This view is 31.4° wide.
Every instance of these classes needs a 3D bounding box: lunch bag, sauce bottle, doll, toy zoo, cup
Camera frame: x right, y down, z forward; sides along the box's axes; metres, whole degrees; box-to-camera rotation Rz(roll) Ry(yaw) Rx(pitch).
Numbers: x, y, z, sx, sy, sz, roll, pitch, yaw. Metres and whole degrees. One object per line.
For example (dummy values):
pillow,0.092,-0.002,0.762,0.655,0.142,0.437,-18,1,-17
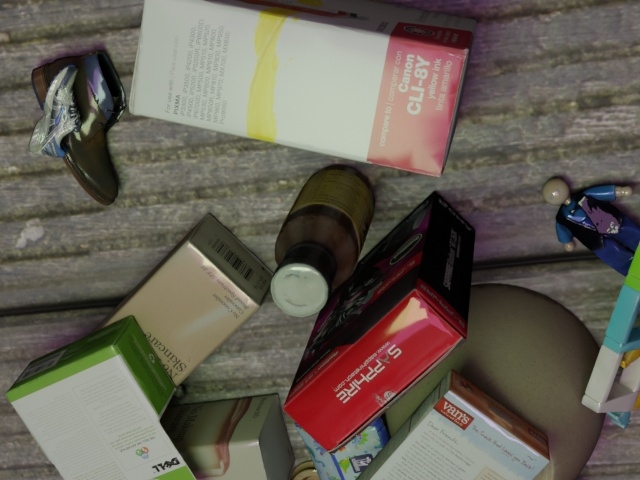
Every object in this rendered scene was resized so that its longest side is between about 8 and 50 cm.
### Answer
lunch bag,0.052,0.309,1.676,0.151,0.096,0.128,-3,115,47
sauce bottle,0.000,0.000,1.472,0.111,0.344,0.111,4,112,9
doll,0.383,-0.023,1.553,0.189,0.046,0.129,37,121,3
toy zoo,0.444,0.121,1.528,0.030,0.192,0.293,32,118,39
cup,0.235,0.254,1.577,0.331,0.237,0.331,3,109,10

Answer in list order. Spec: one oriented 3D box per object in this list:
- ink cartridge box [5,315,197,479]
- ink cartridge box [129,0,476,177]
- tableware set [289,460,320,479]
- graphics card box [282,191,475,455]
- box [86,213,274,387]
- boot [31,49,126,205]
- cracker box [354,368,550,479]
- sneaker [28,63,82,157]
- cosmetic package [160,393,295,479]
ink cartridge box,-0.293,0.265,1.622,0.189,0.097,0.255,-24,107,17
ink cartridge box,-0.011,-0.221,1.429,0.385,0.279,0.160,12,110,6
tableware set,0.013,0.435,1.786,0.128,0.039,0.194,-22,104,17
graphics card box,0.087,0.093,1.475,0.094,0.371,0.233,43,112,-7
box,-0.226,0.125,1.675,0.148,0.121,0.311,42,111,-7
boot,-0.316,-0.161,1.613,0.106,0.082,0.219,-21,102,19
cracker box,0.157,0.297,1.443,0.156,0.067,0.232,36,112,-4
sneaker,-0.351,-0.175,1.564,0.058,0.052,0.135,21,106,-5
cosmetic package,-0.204,0.336,1.731,0.296,0.153,0.129,-9,108,12
